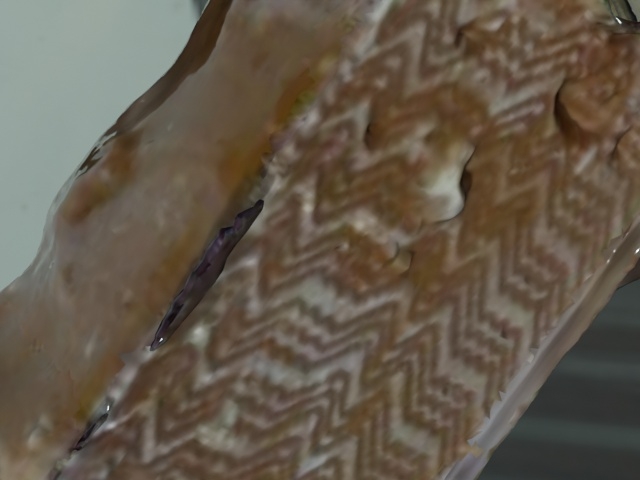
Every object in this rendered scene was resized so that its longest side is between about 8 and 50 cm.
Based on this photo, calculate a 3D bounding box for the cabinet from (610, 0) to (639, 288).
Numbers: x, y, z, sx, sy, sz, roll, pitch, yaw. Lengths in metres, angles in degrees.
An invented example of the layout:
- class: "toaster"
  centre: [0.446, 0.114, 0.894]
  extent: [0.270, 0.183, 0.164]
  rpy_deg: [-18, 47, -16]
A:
- class: "cabinet"
  centre: [0.142, -0.075, 1.132]
  extent: [0.215, 0.175, 0.148]
  rpy_deg: [19, 46, -55]

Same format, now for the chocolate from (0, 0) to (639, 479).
- class: "chocolate"
  centre: [0.000, 0.000, 0.552]
  extent: [0.214, 0.093, 0.148]
  rpy_deg: [-54, 137, 2]
